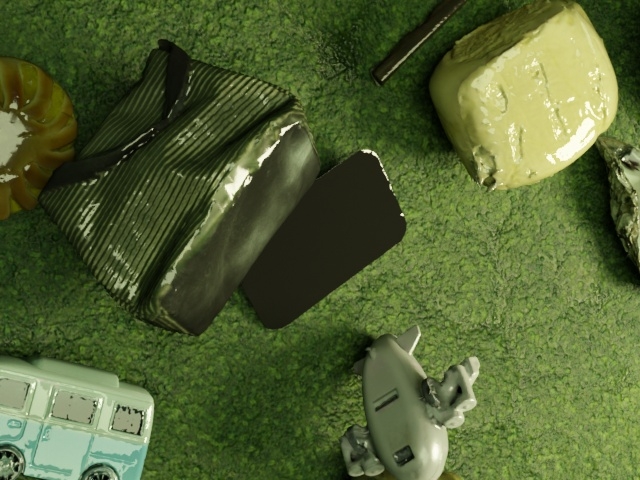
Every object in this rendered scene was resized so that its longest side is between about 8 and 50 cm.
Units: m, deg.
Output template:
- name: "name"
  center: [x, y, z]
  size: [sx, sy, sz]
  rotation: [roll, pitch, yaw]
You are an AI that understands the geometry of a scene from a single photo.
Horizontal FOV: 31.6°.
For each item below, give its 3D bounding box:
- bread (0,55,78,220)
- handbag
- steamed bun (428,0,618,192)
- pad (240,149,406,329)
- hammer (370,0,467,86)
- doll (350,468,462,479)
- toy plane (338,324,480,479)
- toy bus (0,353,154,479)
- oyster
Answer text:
- name: "bread"
  center: [-0.411, -0.129, 1.446]
  size: [0.213, 0.104, 0.213]
  rotation: [-3, 98, -22]
- name: "handbag"
  center: [-0.180, -0.070, 1.450]
  size: [0.240, 0.247, 0.341]
  rotation: [35, 82, 14]
- name: "steamed bun"
  center: [0.289, -0.210, 1.656]
  size: [0.273, 0.166, 0.232]
  rotation: [-36, 112, -6]
- name: "pad"
  center: [0.000, 0.000, 1.627]
  size: [0.267, 0.004, 0.181]
  rotation: [-35, 126, -13]
- name: "hammer"
  center: [0.184, -0.336, 1.659]
  size: [0.297, 0.027, 0.125]
  rotation: [-43, 70, -5]
- name: "doll"
  center: [0.103, 0.439, 1.656]
  size: [0.161, 0.177, 0.261]
  rotation: [15, 92, -54]
- name: "toy plane"
  center: [0.120, 0.237, 1.613]
  size: [0.118, 0.252, 0.252]
  rotation: [33, 84, -39]
- name: "toy bus"
  center: [-0.363, 0.238, 1.489]
  size: [0.271, 0.133, 0.165]
  rotation: [17, 85, -23]
- name: "oyster"
  center: [0.515, -0.028, 1.795]
  size: [0.252, 0.087, 0.199]
  rotation: [29, 76, -27]
